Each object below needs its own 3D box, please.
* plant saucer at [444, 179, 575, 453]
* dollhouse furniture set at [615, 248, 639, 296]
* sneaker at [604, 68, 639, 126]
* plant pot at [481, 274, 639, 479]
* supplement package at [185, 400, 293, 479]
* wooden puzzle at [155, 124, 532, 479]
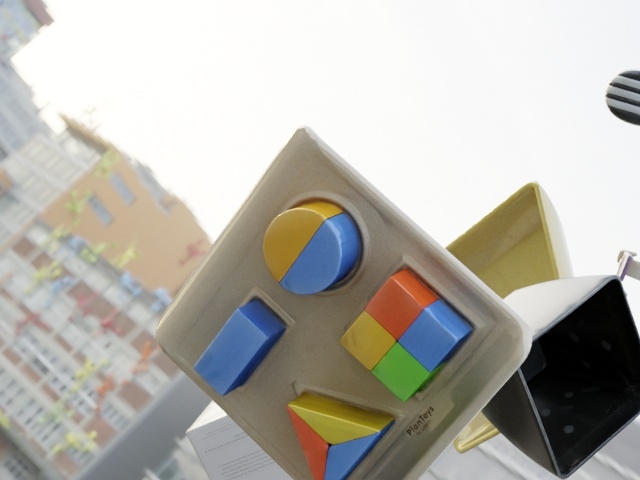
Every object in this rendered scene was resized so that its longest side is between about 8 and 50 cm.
[{"bbox_3d":[0.298,0.126,1.889,0.333,0.081,0.333,-43,-132,52],"label":"plant saucer"},{"bbox_3d":[0.417,0.080,1.609,0.081,0.114,0.091,21,8,5],"label":"dollhouse furniture set"},{"bbox_3d":[0.455,-0.157,1.502,0.228,0.086,0.132,23,11,2],"label":"sneaker"},{"bbox_3d":[0.280,0.155,1.540,0.167,0.187,0.188,12,-49,56],"label":"plant pot"},{"bbox_3d":[-0.047,0.362,1.896,0.293,0.177,0.175,65,16,-7],"label":"supplement package"},{"bbox_3d":[0.000,0.104,1.293,0.348,0.322,0.080,44,25,16],"label":"wooden puzzle"}]
